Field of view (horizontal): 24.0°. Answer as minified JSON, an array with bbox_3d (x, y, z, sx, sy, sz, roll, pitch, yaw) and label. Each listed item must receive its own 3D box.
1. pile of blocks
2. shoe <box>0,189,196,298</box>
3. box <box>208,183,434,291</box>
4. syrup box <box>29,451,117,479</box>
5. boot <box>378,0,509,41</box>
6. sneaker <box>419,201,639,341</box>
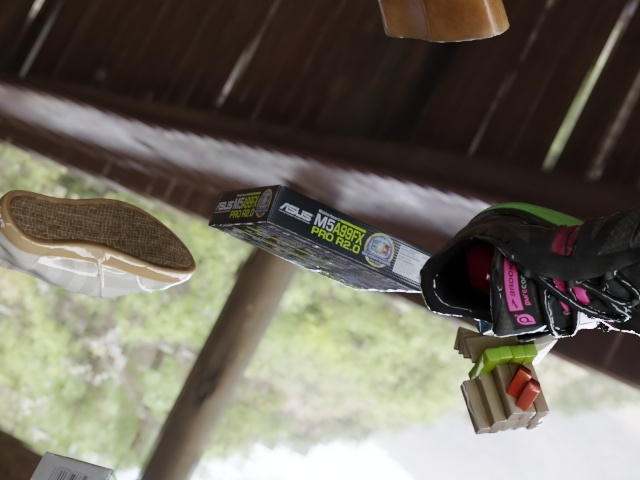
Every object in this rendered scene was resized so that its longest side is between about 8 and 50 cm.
[{"bbox_3d":[0.296,0.121,2.305,0.149,0.362,0.113,16,145,-6],"label":"pile of blocks"},{"bbox_3d":[-0.195,0.006,1.253,0.219,0.058,0.077,15,-138,-48],"label":"shoe"},{"bbox_3d":[0.000,0.000,2.186,0.270,0.060,0.216,24,169,-23],"label":"box"},{"bbox_3d":[-0.291,0.370,1.859,0.093,0.096,0.237,12,144,18],"label":"syrup box"},{"bbox_3d":[0.050,-0.334,1.488,0.264,0.096,0.280,9,134,34],"label":"boot"},{"bbox_3d":[0.301,0.053,1.723,0.482,0.202,0.185,-5,107,55],"label":"sneaker"}]
